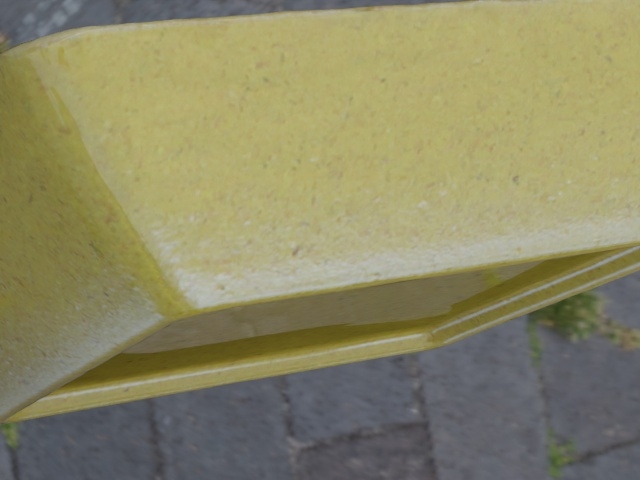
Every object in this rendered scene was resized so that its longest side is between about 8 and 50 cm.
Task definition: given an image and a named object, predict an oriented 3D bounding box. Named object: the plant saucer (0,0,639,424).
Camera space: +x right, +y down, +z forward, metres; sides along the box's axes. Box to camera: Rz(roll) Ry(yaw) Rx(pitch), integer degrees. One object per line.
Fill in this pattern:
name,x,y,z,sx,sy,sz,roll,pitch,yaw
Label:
plant saucer,0.000,0.000,0.668,0.332,0.332,0.081,-8,79,-28
